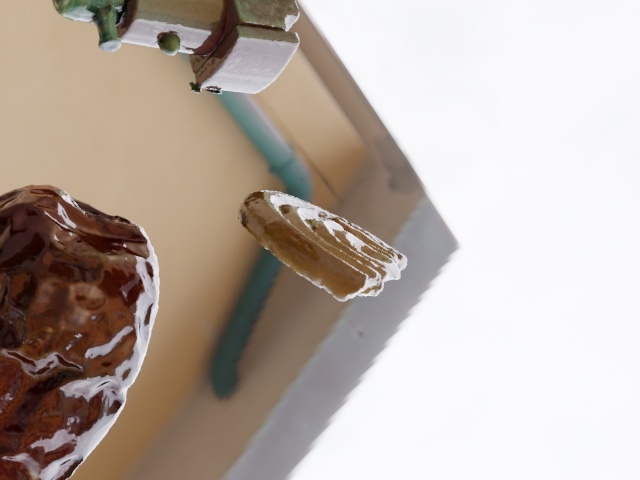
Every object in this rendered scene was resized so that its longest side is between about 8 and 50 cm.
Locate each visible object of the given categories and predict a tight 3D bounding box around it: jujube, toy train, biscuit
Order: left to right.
[{"bbox_3d":[-0.283,0.120,1.532,0.216,0.216,0.342,29,-83,38],"label":"jujube"},{"bbox_3d":[-0.172,-0.282,1.821,0.150,0.304,0.221,-44,-128,42],"label":"toy train"},{"bbox_3d":[0.001,-0.001,1.412,0.144,0.224,0.033,32,-81,11],"label":"biscuit"}]
